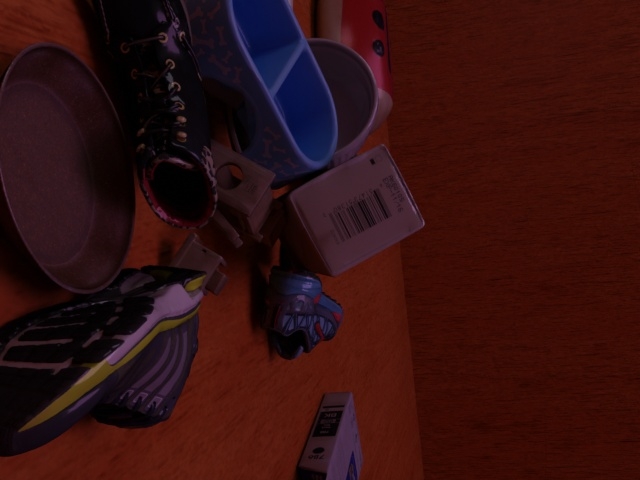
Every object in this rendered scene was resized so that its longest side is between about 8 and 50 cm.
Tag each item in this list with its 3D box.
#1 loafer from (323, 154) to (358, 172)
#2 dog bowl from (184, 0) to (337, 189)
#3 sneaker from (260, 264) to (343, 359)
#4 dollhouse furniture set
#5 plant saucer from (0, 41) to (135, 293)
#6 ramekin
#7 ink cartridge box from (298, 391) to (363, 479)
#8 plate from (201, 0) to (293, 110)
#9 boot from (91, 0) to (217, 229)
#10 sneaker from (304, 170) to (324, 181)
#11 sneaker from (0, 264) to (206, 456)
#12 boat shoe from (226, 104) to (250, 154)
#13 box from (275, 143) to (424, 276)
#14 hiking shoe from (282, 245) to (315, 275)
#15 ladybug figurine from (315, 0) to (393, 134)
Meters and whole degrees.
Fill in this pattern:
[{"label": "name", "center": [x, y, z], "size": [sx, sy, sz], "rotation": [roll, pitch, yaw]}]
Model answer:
[{"label": "loafer", "center": [0.043, -0.119, 1.356], "size": [0.303, 0.095, 0.109], "rotation": [52, -1, -12]}, {"label": "dog bowl", "center": [-0.067, -0.199, 0.871], "size": [0.297, 0.074, 0.166], "rotation": [62, 35, -34]}, {"label": "sneaker", "center": [-0.042, 0.133, 1.170], "size": [0.262, 0.104, 0.125], "rotation": [55, 52, -63]}, {"label": "dollhouse furniture set", "center": [-0.130, -0.007, 0.880], "size": [0.161, 0.101, 0.182], "rotation": [-58, 170, -13]}, {"label": "plant saucer", "center": [-0.209, -0.054, 0.578], "size": [0.198, 0.036, 0.199], "rotation": [-8, 90, -78]}, {"label": "ramekin", "center": [-0.008, -0.214, 1.188], "size": [0.109, 0.207, 0.207], "rotation": [70, 17, -77]}, {"label": "ink cartridge box", "center": [0.019, 0.427, 1.324], "size": [0.333, 0.065, 0.166], "rotation": [-57, 140, -72]}, {"label": "plate", "center": [-0.108, -0.312, 0.947], "size": [0.278, 0.045, 0.278], "rotation": [25, 62, -56]}, {"label": "boot", "center": [-0.150, -0.143, 0.672], "size": [0.179, 0.085, 0.236], "rotation": [-109, -174, -48]}, {"label": "sneaker", "center": [0.021, -0.124, 1.511], "size": [0.145, 0.090, 0.270], "rotation": [-78, 156, -46]}, {"label": "sneaker", "center": [-0.160, 0.104, 0.581], "size": [0.300, 0.111, 0.121], "rotation": [-39, 125, -73]}, {"label": "boat shoe", "center": [-0.099, -0.224, 1.068], "size": [0.081, 0.068, 0.228], "rotation": [-32, 115, -76]}, {"label": "box", "center": [0.019, -0.037, 1.044], "size": [0.121, 0.148, 0.311], "rotation": [62, -8, -4]}, {"label": "hiking shoe", "center": [0.000, 0.000, 1.306], "size": [0.227, 0.114, 0.086], "rotation": [-81, 161, -47]}, {"label": "ladybug figurine", "center": [0.091, -0.462, 1.803], "size": [0.305, 0.161, 0.450], "rotation": [35, 50, -73]}]
